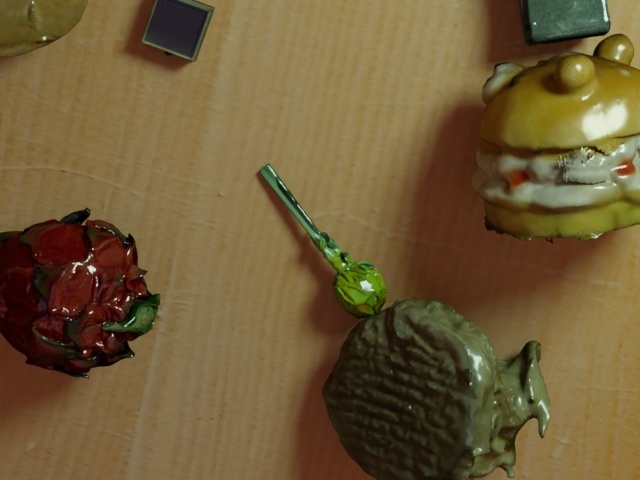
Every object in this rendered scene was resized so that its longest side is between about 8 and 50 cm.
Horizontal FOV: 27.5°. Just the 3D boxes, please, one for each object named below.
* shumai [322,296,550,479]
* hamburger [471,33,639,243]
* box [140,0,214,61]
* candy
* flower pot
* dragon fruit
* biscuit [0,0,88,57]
[{"bbox_3d":[0.182,0.210,1.845,0.314,0.262,0.266,-9,84,46],"label":"shumai"},{"bbox_3d":[0.329,-0.137,1.703,0.277,0.276,0.236,-7,107,3],"label":"hamburger"},{"bbox_3d":[-0.195,-0.293,1.787,0.079,0.035,0.083,20,102,-4],"label":"box"},{"bbox_3d":[0.001,-0.001,1.844,0.073,0.077,0.262,-37,92,6],"label":"candy"},{"bbox_3d":[0.314,-0.375,1.725,0.108,0.103,0.229,-6,102,2],"label":"flower pot"},{"bbox_3d":[-0.368,0.071,1.809,0.293,0.234,0.233,15,105,29],"label":"dragon fruit"},{"bbox_3d":[-0.468,-0.412,1.663,0.365,0.062,0.385,-22,107,-9],"label":"biscuit"}]
